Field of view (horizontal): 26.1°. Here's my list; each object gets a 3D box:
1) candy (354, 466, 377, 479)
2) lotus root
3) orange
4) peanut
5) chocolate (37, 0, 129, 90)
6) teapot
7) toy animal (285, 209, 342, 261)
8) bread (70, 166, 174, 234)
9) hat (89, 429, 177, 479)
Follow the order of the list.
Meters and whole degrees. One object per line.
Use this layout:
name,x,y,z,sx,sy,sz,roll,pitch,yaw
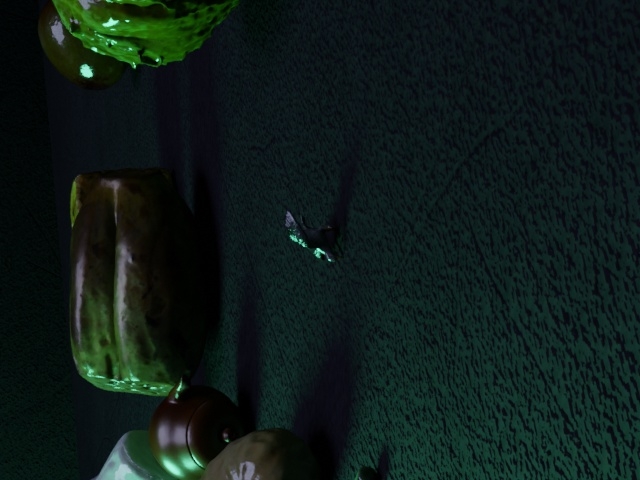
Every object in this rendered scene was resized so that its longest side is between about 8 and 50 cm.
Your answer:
candy,-0.020,0.354,1.230,0.119,0.119,0.440,-112,31,-48
lotus root,-0.225,0.049,1.724,0.193,0.193,0.291,157,113,-73
orange,-0.164,-0.316,1.362,0.300,0.223,0.301,-95,9,-49
peanut,-0.070,0.254,1.323,0.263,0.117,0.101,114,143,-63
chocolate,-0.377,-0.320,2.219,0.177,0.177,0.177,177,90,-74
teapot,-0.127,0.223,1.556,0.173,0.116,0.116,63,170,-16
toy animal,0.000,-0.001,1.179,0.028,0.050,0.084,-64,-26,-7
bread,-0.274,-0.012,1.943,0.158,0.143,0.149,99,161,-47
hat,-0.233,0.333,1.846,0.126,0.203,0.203,-65,27,23
